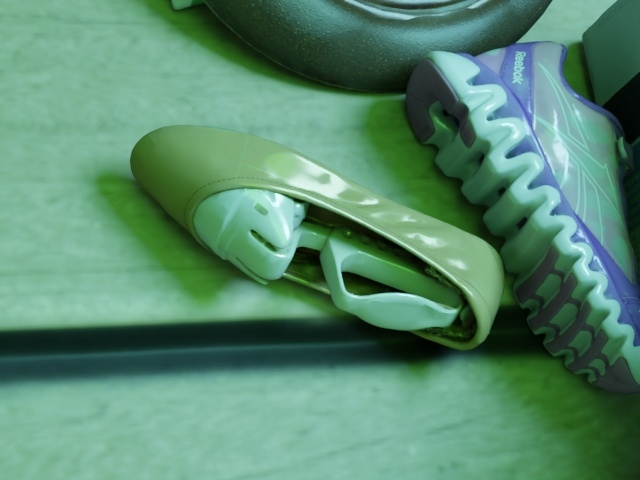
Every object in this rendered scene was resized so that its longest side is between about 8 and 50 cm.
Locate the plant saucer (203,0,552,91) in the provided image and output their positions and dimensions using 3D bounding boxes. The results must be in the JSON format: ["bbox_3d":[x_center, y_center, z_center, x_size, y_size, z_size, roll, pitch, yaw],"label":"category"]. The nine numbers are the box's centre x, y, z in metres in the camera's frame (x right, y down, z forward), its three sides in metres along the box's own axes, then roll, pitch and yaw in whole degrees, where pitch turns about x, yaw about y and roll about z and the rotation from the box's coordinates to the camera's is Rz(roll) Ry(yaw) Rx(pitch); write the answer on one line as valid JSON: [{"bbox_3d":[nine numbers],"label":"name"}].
[{"bbox_3d":[0.044,-0.247,1.032,0.311,0.050,0.310,0,89,-24],"label":"plant saucer"}]

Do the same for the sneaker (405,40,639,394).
[{"bbox_3d":[0.151,-0.024,1.018,0.105,0.095,0.236,-26,81,-22],"label":"sneaker"}]

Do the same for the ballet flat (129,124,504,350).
[{"bbox_3d":[0.000,0.000,0.968,0.232,0.080,0.073,19,43,-10],"label":"ballet flat"}]

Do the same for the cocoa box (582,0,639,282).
[{"bbox_3d":[0.373,-0.065,1.023,0.347,0.231,0.227,-2,74,-17],"label":"cocoa box"}]

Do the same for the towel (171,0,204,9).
[{"bbox_3d":[0.020,-0.296,1.067,0.325,0.038,0.247,-20,97,-23],"label":"towel"}]
